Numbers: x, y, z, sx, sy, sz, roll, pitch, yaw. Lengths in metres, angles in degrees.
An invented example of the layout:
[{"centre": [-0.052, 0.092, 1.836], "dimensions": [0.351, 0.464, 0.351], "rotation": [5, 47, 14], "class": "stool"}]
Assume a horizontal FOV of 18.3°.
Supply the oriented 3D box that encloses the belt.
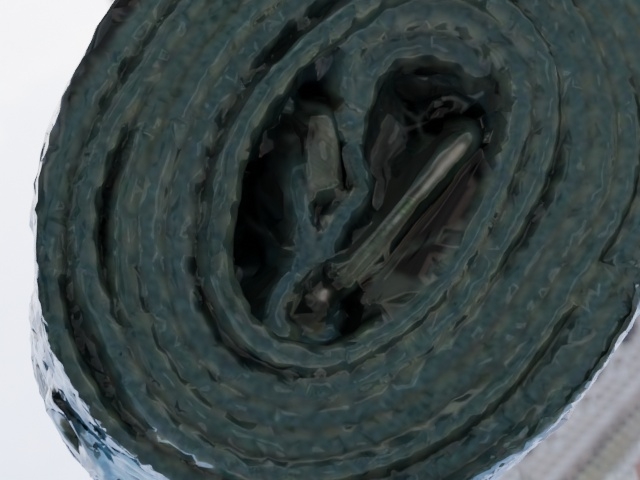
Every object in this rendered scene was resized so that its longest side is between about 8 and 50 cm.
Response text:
[{"centre": [0.006, -0.006, 0.458], "dimensions": [0.163, 0.082, 0.148], "rotation": [-26, -105, -15], "class": "belt"}]
